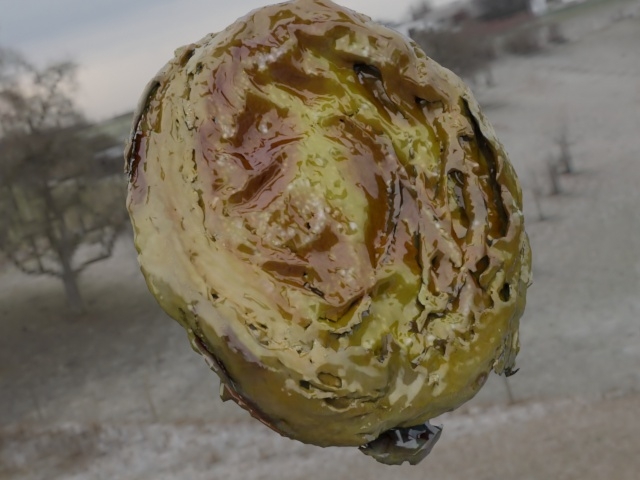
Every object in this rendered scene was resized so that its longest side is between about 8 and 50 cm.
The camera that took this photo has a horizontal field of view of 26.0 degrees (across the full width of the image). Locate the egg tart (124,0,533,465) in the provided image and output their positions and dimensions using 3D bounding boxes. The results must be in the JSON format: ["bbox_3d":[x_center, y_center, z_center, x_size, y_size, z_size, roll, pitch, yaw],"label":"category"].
[{"bbox_3d":[0.000,0.000,0.844,0.297,0.297,0.132,-22,-10,-38],"label":"egg tart"}]
